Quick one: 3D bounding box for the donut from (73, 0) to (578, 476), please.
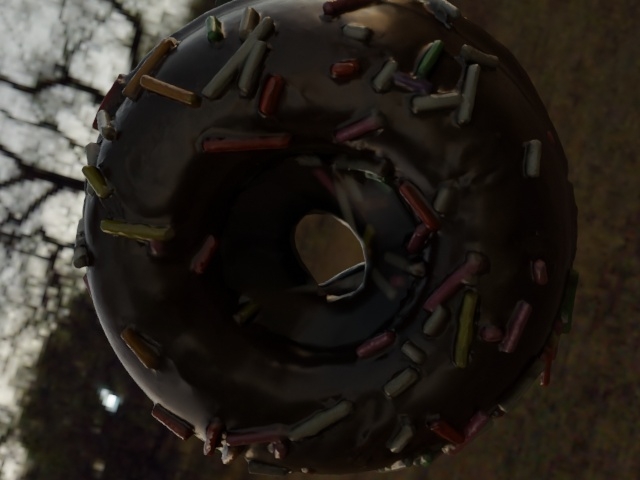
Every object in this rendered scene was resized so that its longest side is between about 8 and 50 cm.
[{"bbox_3d":[0.000,0.000,0.678,0.103,0.269,0.270,-64,-8,-76],"label":"donut"}]

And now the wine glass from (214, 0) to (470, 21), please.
[{"bbox_3d":[0.026,-0.157,1.047,0.103,0.231,0.103,-7,79,40],"label":"wine glass"}]
